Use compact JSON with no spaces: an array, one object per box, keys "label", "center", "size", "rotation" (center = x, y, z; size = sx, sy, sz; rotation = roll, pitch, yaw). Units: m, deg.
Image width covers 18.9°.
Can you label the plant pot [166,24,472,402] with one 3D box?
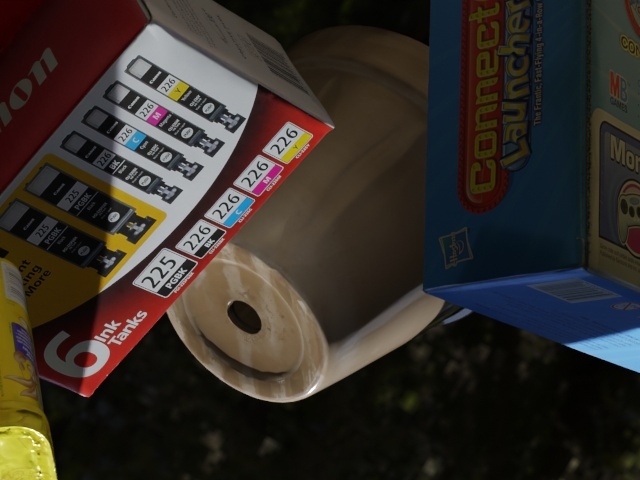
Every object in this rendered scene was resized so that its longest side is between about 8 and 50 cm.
[{"label":"plant pot","center":[0.000,0.000,1.846],"size":[0.323,0.323,0.280],"rotation":[34,-131,13]}]

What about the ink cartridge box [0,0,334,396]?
[{"label":"ink cartridge box","center":[-0.198,-0.062,1.467],"size":[0.272,0.309,0.130],"rotation":[27,-158,-42]}]

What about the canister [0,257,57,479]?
[{"label":"canister","center":[-0.226,0.109,1.328],"size":[0.073,0.126,0.170],"rotation":[-8,-137,-9]}]

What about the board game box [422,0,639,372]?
[{"label":"board game box","center":[0.174,-0.092,0.968],"size":[0.086,0.302,0.308],"rotation":[-10,160,37]}]
